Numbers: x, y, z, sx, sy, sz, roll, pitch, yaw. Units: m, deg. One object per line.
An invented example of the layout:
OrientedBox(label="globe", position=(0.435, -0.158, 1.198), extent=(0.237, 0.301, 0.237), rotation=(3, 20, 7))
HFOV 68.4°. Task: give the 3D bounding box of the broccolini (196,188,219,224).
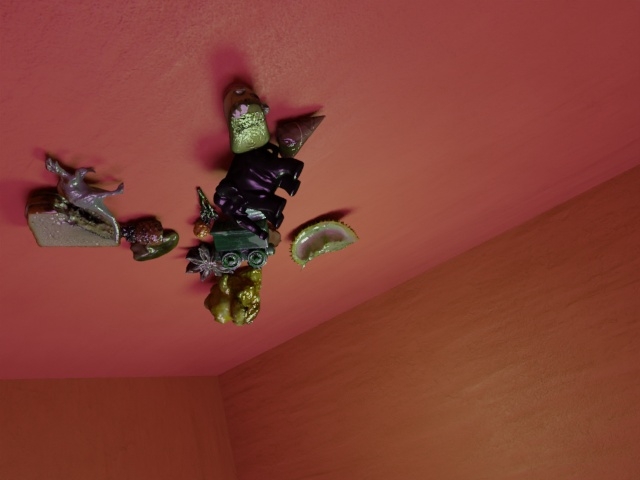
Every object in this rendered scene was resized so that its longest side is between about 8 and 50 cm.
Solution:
OrientedBox(label="broccolini", position=(-0.455, -0.147, 1.861), extent=(0.074, 0.058, 0.201), rotation=(-25, 142, -18))

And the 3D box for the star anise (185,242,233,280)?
OrientedBox(label="star anise", position=(-0.518, 0.087, 2.201), extent=(0.223, 0.109, 0.236), rotation=(-2, 138, -19))

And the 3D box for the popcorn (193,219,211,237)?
OrientedBox(label="popcorn", position=(-0.497, -0.050, 1.971), extent=(0.057, 0.083, 0.082), rotation=(7, 114, -50))

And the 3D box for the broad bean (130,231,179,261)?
OrientedBox(label="broad bean", position=(-0.696, 0.029, 2.002), extent=(0.206, 0.072, 0.153), rotation=(-18, 167, -3))

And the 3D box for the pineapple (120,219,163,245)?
OrientedBox(label="pineapple", position=(-0.717, -0.029, 1.845), extent=(0.197, 0.108, 0.108), rotation=(-1, 150, -19))

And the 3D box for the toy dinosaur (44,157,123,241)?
OrientedBox(label="toy dinosaur", position=(-0.746, -0.143, 1.572), extent=(0.205, 0.092, 0.393), rotation=(-11, 146, -11))

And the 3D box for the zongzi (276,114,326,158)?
OrientedBox(label="zongzi", position=(-0.064, -0.356, 1.654), extent=(0.178, 0.081, 0.189), rotation=(-24, 162, -11))

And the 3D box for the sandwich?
OrientedBox(label="sandwich", position=(-0.851, -0.064, 1.638), extent=(0.288, 0.100, 0.254), rotation=(1, 146, -21))

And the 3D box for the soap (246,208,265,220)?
OrientedBox(label="soap", position=(-0.260, -0.164, 1.880), extent=(0.145, 0.091, 0.230), rotation=(-12, 153, -11))

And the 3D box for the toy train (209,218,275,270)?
OrientedBox(label="toy train", position=(-0.329, 0.013, 2.000), extent=(0.266, 0.145, 0.202), rotation=(-6, 114, 0))

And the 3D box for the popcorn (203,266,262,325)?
OrientedBox(label="popcorn", position=(-0.459, 0.279, 2.464), extent=(0.290, 0.321, 0.326), rotation=(-11, 142, 26))

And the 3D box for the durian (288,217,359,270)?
OrientedBox(label="durian", position=(0.000, 0.000, 2.284), extent=(0.351, 0.169, 0.158), rotation=(-25, 154, 16))

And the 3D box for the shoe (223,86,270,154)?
OrientedBox(label="shoe", position=(-0.222, -0.368, 1.454), extent=(0.140, 0.128, 0.262), rotation=(-7, 163, -5))

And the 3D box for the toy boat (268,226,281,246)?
OrientedBox(label="toy boat", position=(-0.289, -0.029, 2.128), extent=(0.293, 0.108, 0.099), rotation=(17, 169, -43))

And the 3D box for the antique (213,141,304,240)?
OrientedBox(label="antique", position=(-0.222, -0.188, 1.656), extent=(0.185, 0.255, 0.322), rotation=(-53, 168, -76))
